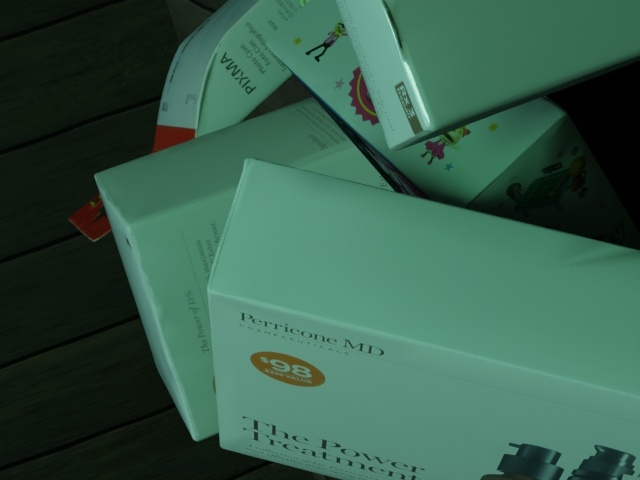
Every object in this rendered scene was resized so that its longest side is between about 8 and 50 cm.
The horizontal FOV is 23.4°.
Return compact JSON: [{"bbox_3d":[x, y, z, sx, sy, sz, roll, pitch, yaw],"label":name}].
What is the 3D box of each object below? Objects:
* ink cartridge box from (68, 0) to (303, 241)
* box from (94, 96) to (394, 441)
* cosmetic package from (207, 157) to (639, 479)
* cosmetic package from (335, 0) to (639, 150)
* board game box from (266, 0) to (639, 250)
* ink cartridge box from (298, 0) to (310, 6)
[{"bbox_3d":[-0.147,-0.165,1.731,0.091,0.385,0.308,51,173,-13],"label":"ink cartridge box"},{"bbox_3d":[0.000,0.000,1.398,0.168,0.345,0.215,-134,27,-64],"label":"box"},{"bbox_3d":[0.124,0.092,0.954,0.284,0.377,0.097,94,-170,-63],"label":"cosmetic package"},{"bbox_3d":[0.129,-0.141,0.823,0.085,0.231,0.117,157,93,-77],"label":"cosmetic package"},{"bbox_3d":[0.120,-0.032,1.058,0.224,0.097,0.303,47,180,41],"label":"board game box"},{"bbox_3d":[-0.031,-0.394,1.408,0.353,0.119,0.207,-119,16,-47],"label":"ink cartridge box"}]
